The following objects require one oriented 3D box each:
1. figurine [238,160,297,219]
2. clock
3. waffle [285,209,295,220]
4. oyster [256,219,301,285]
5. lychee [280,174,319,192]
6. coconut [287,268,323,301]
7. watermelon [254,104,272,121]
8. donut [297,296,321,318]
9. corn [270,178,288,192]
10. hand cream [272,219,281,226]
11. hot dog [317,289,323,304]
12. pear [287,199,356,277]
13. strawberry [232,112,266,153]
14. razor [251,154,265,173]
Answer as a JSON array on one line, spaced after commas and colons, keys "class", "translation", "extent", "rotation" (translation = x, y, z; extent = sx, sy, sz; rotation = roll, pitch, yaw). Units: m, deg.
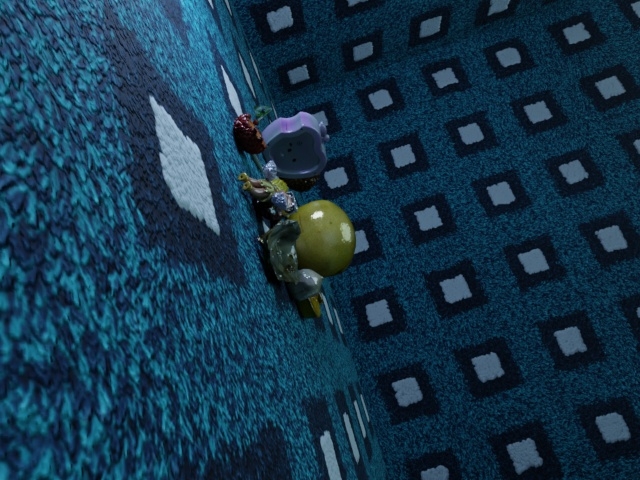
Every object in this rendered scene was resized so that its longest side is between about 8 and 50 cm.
[{"class": "figurine", "translation": [-0.159, -0.140, 1.286], "extent": [0.240, 0.116, 0.174], "rotation": [51, 18, -65]}, {"class": "clock", "translation": [-0.112, -0.437, 1.985], "extent": [0.338, 0.339, 0.102], "rotation": [68, 10, -53]}, {"class": "waffle", "translation": [-0.117, -0.050, 2.050], "extent": [0.280, 0.060, 0.262], "rotation": [64, 8, -70]}, {"class": "oyster", "translation": [-0.118, 0.041, 1.288], "extent": [0.396, 0.111, 0.204], "rotation": [-5, 93, -85]}, {"class": "lychee", "translation": [-0.127, -0.403, 2.370], "extent": [0.267, 0.268, 0.267], "rotation": [-18, 90, -87]}, {"class": "coconut", "translation": [-0.048, 0.153, 1.446], "extent": [0.110, 0.125, 0.110], "rotation": [-20, 90, -88]}, {"class": "watermelon", "translation": [-0.308, -0.672, 2.219], "extent": [0.155, 0.101, 0.080], "rotation": [-77, 162, -66]}, {"class": "donut", "translation": [-0.056, 0.213, 1.568], "extent": [0.162, 0.066, 0.178], "rotation": [61, 11, -49]}, {"class": "corn", "translation": [-0.170, -0.178, 1.544], "extent": [0.244, 0.094, 0.093], "rotation": [-91, 163, -77]}, {"class": "hand cream", "translation": [-0.155, -0.037, 1.508], "extent": [0.163, 0.039, 0.062], "rotation": [-102, -171, -47]}, {"class": "hot dog", "translation": [-0.045, 0.175, 1.918], "extent": [0.109, 0.072, 0.269], "rotation": [58, 13, -69]}, {"class": "pear", "translation": [0.000, 0.000, 1.677], "extent": [0.314, 0.315, 0.314], "rotation": [-18, 90, -87]}, {"class": "strawberry", "translation": [-0.236, -0.346, 1.378], "extent": [0.145, 0.086, 0.145], "rotation": [-18, 90, -89]}, {"class": "razor", "translation": [-0.244, -0.309, 1.610], "extent": [0.084, 0.036, 0.211], "rotation": [47, -3, 27]}]
